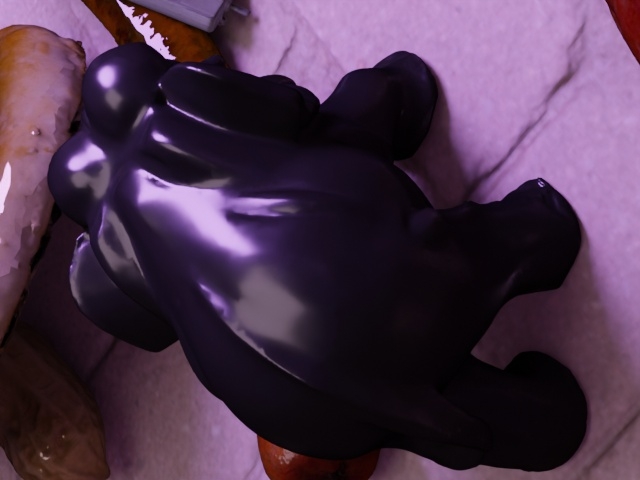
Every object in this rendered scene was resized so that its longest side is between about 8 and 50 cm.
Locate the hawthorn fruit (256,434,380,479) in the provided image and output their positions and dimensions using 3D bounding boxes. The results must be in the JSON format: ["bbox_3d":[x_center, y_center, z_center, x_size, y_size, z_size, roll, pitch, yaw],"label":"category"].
[{"bbox_3d":[-0.006,0.121,1.127,0.081,0.081,0.093,-55,43,29],"label":"hawthorn fruit"}]

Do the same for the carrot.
[{"bbox_3d":[-0.101,-0.121,1.215,0.066,0.066,0.314,-52,58,31],"label":"carrot"}]

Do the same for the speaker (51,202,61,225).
[{"bbox_3d":[-0.280,0.018,1.406,0.191,0.040,0.046,-46,59,35],"label":"speaker"}]

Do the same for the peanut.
[{"bbox_3d":[-0.226,0.122,1.324,0.083,0.093,0.194,-39,49,-13],"label":"peanut"}]

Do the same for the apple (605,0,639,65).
[{"bbox_3d":[0.241,-0.124,0.775,0.216,0.260,0.260,-30,68,9],"label":"apple"}]

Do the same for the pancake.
[{"bbox_3d":[-0.285,0.013,1.285,0.387,0.082,0.387,-45,34,42],"label":"pancake"}]

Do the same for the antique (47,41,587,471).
[{"bbox_3d":[0.000,0.000,1.000,0.322,0.255,0.185,49,125,33],"label":"antique"}]

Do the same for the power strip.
[{"bbox_3d":[-0.112,-0.184,1.206,0.136,0.051,0.019,23,146,8],"label":"power strip"}]
